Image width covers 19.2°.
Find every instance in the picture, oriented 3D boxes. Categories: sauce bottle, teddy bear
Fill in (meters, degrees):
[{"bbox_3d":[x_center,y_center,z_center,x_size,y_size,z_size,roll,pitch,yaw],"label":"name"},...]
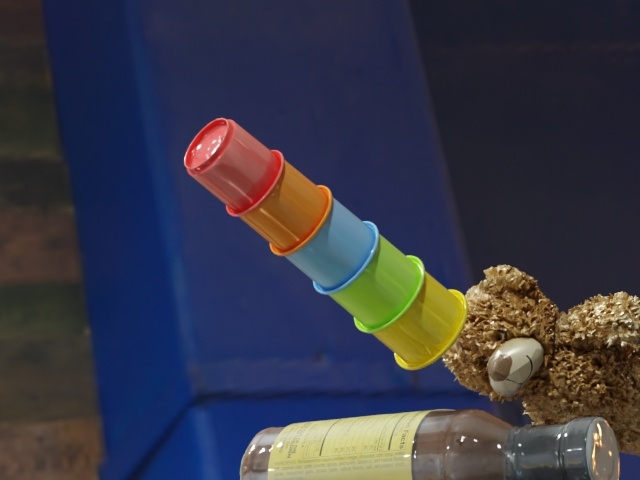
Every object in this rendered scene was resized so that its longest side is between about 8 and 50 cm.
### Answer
[{"bbox_3d":[0.096,0.207,1.681,0.344,0.111,0.111,-7,-21,31],"label":"sauce bottle"},{"bbox_3d":[0.295,0.157,2.020,0.338,0.113,0.245,36,-40,-20],"label":"teddy bear"}]

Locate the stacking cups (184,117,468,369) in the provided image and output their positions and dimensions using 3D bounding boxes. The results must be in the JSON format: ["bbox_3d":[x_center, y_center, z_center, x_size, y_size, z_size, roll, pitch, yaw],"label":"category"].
[{"bbox_3d":[0.000,0.000,1.792,0.316,0.096,0.096,39,-50,-25],"label":"stacking cups"}]
